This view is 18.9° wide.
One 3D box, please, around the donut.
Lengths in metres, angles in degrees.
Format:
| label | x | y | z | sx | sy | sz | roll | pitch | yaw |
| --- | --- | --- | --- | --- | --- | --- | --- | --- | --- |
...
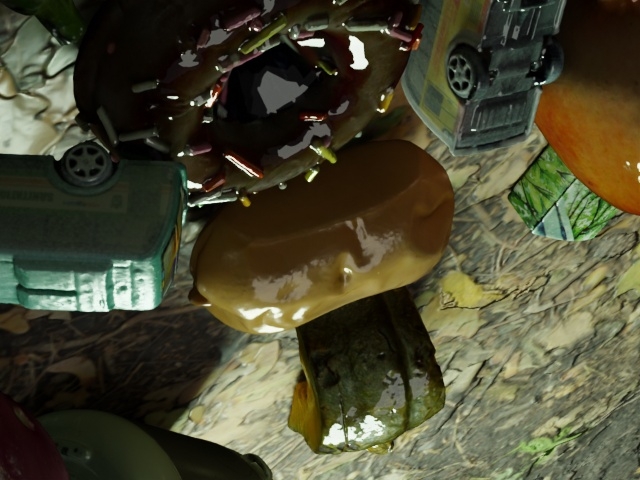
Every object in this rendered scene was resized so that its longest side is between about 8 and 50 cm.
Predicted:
| label | x | y | z | sx | sy | sz | roll | pitch | yaw |
| --- | --- | --- | --- | --- | --- | --- | --- | --- | --- |
| donut | -0.046 | -0.129 | 1.369 | 0.270 | 0.103 | 0.270 | -22 | 148 | -14 |

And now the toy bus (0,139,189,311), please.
| label | x | y | z | sx | sy | sz | roll | pitch | yaw |
| --- | --- | --- | --- | --- | --- | --- | --- | --- | --- |
| toy bus | -0.223 | -0.011 | 1.316 | 0.262 | 0.109 | 0.091 | 2 | 146 | -1 |

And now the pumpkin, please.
| label | x | y | z | sx | sy | sz | roll | pitch | yaw |
| --- | --- | --- | --- | --- | --- | --- | --- | --- | --- |
| pumpkin | 0.041 | 0.153 | 1.863 | 0.131 | 0.126 | 0.248 | -23 | 151 | -11 |

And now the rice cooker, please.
| label | x | y | z | sx | sy | sz | roll | pitch | yaw |
| --- | --- | --- | --- | --- | --- | --- | --- | --- | --- |
| rice cooker | -0.177 | 0.302 | 1.745 | 0.288 | 0.288 | 0.277 | -39 | 151 | 14 |

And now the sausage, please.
| label | x | y | z | sx | sy | sz | roll | pitch | yaw |
| --- | --- | --- | --- | --- | --- | --- | --- | --- | --- |
| sausage | 0.000 | 0.000 | 1.593 | 0.241 | 0.120 | 0.136 | -18 | 137 | -21 |

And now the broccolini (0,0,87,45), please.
| label | x | y | z | sx | sy | sz | roll | pitch | yaw |
| --- | --- | --- | --- | --- | --- | --- | --- | --- | --- |
| broccolini | -0.196 | -0.181 | 1.207 | 0.091 | 0.068 | 0.202 | -55 | 166 | -17 |

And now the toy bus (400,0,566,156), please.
| label | x | y | z | sx | sy | sz | roll | pitch | yaw |
| --- | --- | --- | --- | --- | --- | --- | --- | --- | --- |
| toy bus | 0.128 | -0.195 | 1.374 | 0.092 | 0.106 | 0.268 | -13 | 132 | -32 |

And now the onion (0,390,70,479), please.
| label | x | y | z | sx | sy | sz | roll | pitch | yaw |
| --- | --- | --- | --- | --- | --- | --- | --- | --- | --- |
| onion | -0.369 | 0.260 | 1.478 | 0.358 | 0.345 | 0.358 | 5 | 134 | 5 |

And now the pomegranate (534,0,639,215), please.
| label | x | y | z | sx | sy | sz | roll | pitch | yaw |
| --- | --- | --- | --- | --- | --- | --- | --- | --- | --- |
| pomegranate | 0.261 | -0.148 | 1.480 | 0.229 | 0.252 | 0.270 | -41 | 137 | 9 |

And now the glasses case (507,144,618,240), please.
| label | x | y | z | sx | sy | sz | roll | pitch | yaw |
| --- | --- | --- | --- | --- | --- | --- | --- | --- | --- |
| glasses case | 0.288 | -0.110 | 1.752 | 0.095 | 0.062 | 0.272 | -2 | 139 | -42 |
